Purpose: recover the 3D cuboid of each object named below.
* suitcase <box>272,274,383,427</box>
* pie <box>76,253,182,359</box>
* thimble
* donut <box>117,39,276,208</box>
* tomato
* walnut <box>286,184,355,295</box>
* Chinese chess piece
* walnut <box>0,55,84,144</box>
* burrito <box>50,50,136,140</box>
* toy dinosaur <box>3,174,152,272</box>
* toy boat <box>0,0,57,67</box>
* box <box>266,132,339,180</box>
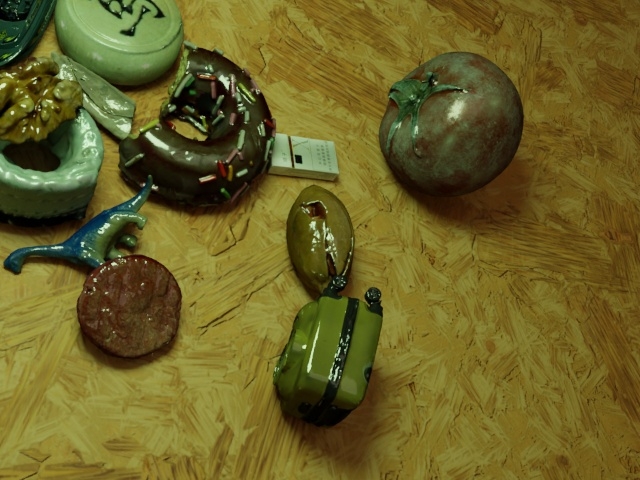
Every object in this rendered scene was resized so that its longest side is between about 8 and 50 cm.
[{"bbox_3d":[0.008,0.202,1.316,0.143,0.194,0.234,21,57,-7],"label":"suitcase"},{"bbox_3d":[-0.318,0.110,1.251,0.182,0.050,0.182,2,87,-34],"label":"pie"},{"bbox_3d":[-0.486,-0.139,1.268,0.237,0.150,0.237,13,58,-22],"label":"thimble"},{"bbox_3d":[-0.217,-0.212,1.453,0.259,0.136,0.345,28,58,-8],"label":"donut"},{"bbox_3d":[0.281,-0.253,1.612,0.283,0.317,0.316,32,53,-31],"label":"tomato"},{"bbox_3d":[0.000,0.000,1.454,0.137,0.137,0.245,4,68,-25],"label":"walnut"},{"bbox_3d":[-0.398,-0.428,1.480,0.250,0.101,0.250,12,57,-18],"label":"Chinese chess piece"},{"bbox_3d":[-0.470,-0.234,1.195,0.143,0.069,0.170,42,56,1],"label":"walnut"},{"bbox_3d":[-0.439,-0.279,1.417,0.226,0.060,0.087,35,56,-7],"label":"burrito"},{"bbox_3d":[-0.405,-0.028,1.289,0.188,0.075,0.247,26,79,-17],"label":"toy dinosaur"},{"bbox_3d":[-0.572,-0.423,1.404,0.093,0.103,0.246,10,64,6],"label":"toy boat"},{"bbox_3d":[-0.041,-0.177,1.576,0.154,0.040,0.084,5,64,-26],"label":"box"}]
